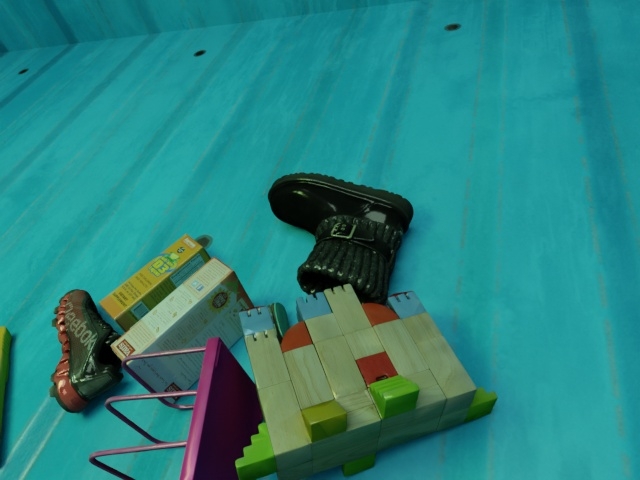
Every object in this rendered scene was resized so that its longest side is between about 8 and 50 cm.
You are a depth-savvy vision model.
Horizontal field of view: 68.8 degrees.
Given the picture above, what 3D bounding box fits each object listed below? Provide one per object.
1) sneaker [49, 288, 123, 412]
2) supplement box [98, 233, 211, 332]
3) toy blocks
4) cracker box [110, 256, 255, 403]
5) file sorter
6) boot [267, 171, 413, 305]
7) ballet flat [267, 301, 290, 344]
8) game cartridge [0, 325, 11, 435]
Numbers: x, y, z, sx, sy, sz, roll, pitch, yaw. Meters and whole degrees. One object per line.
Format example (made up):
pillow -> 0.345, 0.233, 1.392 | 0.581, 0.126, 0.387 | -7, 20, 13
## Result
sneaker -> -0.453, 0.196, 0.932 | 0.134, 0.098, 0.276 | -24, 48, -5
supplement box -> -0.348, 0.092, 1.010 | 0.078, 0.080, 0.233 | 30, 60, 34
toy blocks -> 0.039, 0.186, 0.727 | 0.380, 0.191, 0.261 | -12, 43, -13
cracker box -> -0.234, 0.164, 0.851 | 0.067, 0.156, 0.232 | 28, 61, 36
file sorter -> -0.209, 0.325, 0.663 | 0.182, 0.202, 0.291 | -9, 46, 11
boot -> 0.000, -0.003, 0.950 | 0.347, 0.131, 0.260 | 11, 52, 25
ballet flat -> -0.077, 0.200, 0.844 | 0.070, 0.070, 0.189 | -18, 44, 0
game cartridge -> -0.764, 0.330, 0.892 | 0.285, 0.053, 0.324 | -13, 41, -18
